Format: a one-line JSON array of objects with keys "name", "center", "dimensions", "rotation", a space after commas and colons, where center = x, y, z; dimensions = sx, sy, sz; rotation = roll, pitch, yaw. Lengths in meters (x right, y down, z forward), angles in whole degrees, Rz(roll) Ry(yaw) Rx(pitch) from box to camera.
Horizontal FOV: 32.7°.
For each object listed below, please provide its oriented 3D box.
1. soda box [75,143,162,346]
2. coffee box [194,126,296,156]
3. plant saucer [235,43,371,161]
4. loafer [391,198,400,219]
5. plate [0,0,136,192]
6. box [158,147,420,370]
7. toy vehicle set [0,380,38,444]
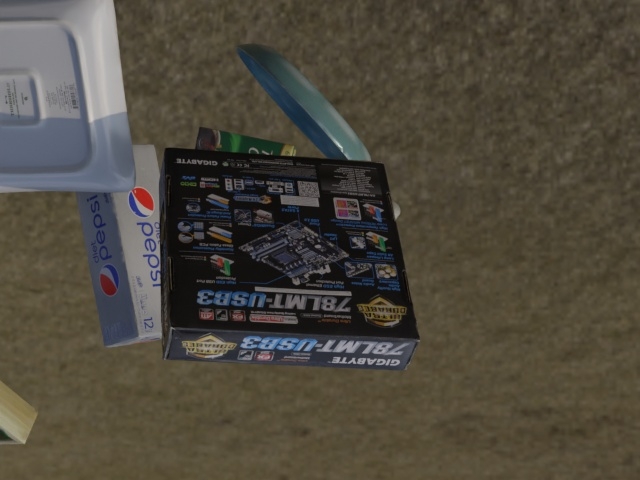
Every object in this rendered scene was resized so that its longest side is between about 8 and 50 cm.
[{"name": "soda box", "center": [-0.279, 0.006, 1.592], "dimensions": [0.091, 0.286, 0.098], "rotation": [-19, 171, 42]}, {"name": "coffee box", "center": [-0.144, -0.139, 2.010], "dimensions": [0.184, 0.113, 0.040], "rotation": [13, 180, 6]}, {"name": "plant saucer", "center": [-0.018, -0.213, 1.800], "dimensions": [0.044, 0.317, 0.317], "rotation": [-43, 148, -1]}, {"name": "loafer", "center": [0.000, 0.000, 1.804], "dimensions": [0.111, 0.112, 0.319], "rotation": [17, 151, -35]}, {"name": "plate", "center": [-0.393, -0.190, 1.440], "dimensions": [0.278, 0.277, 0.045], "rotation": [0, -162, 13]}, {"name": "box", "center": [-0.046, 0.018, 1.328], "dimensions": [0.295, 0.293, 0.073], "rotation": [3, 139, -14]}, {"name": "toy vehicle set", "center": [-0.400, 0.102, 0.975], "dimensions": [0.166, 0.035, 0.267], "rotation": [-8, 137, 32]}]
